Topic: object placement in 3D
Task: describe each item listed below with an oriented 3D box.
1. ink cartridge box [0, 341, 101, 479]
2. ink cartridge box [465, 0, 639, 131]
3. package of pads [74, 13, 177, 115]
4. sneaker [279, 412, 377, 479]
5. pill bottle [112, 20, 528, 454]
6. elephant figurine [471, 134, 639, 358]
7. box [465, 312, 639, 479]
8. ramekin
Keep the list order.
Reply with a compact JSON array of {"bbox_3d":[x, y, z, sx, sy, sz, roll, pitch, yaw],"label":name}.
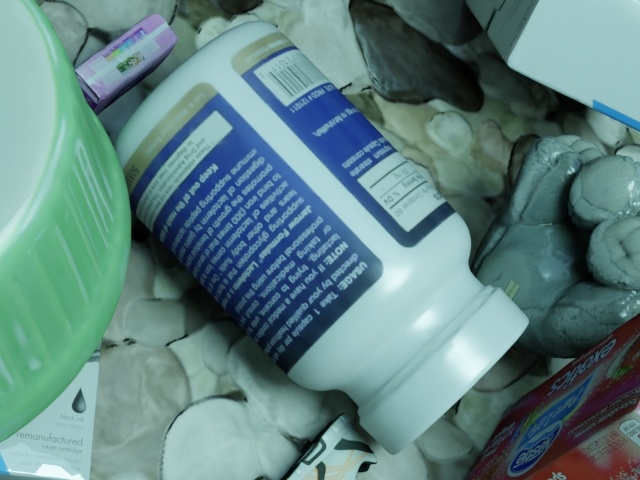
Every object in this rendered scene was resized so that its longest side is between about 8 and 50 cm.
[{"bbox_3d":[-0.189,0.064,0.888,0.104,0.060,0.180,9,63,-17],"label":"ink cartridge box"},{"bbox_3d":[0.202,-0.161,1.086,0.148,0.086,0.203,24,18,-11],"label":"ink cartridge box"},{"bbox_3d":[-0.140,-0.118,1.002,0.032,0.050,0.083,47,57,-2],"label":"package of pads"},{"bbox_3d":[-0.003,0.159,0.932,0.044,0.040,0.109,45,58,1],"label":"sneaker"},{"bbox_3d":[0.000,0.000,0.941,0.265,0.153,0.153,47,57,6],"label":"pill bottle"},{"bbox_3d":[0.231,0.018,1.042,0.239,0.186,0.169,3,99,-49],"label":"elephant figurine"},{"bbox_3d":[0.195,0.141,0.895,0.128,0.257,0.123,38,56,-2],"label":"box"},{"bbox_3d":[-0.262,-0.031,0.800,0.303,0.148,0.303,1,64,-2],"label":"ramekin"}]
